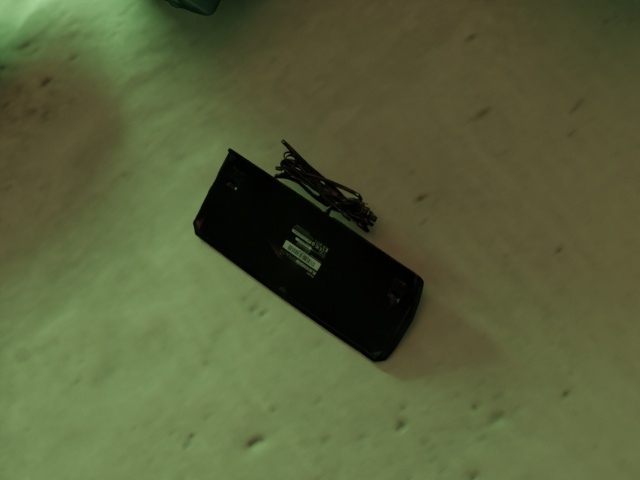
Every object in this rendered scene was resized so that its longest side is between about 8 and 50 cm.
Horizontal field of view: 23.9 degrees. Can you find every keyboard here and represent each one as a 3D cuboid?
[{"bbox_3d":[0.000,0.000,1.112,0.192,0.038,0.100,35,105,22],"label":"keyboard"}]

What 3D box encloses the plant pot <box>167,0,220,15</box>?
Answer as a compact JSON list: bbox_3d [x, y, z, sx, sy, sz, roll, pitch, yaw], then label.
[{"bbox_3d":[-0.109,-0.319,1.140,0.271,0.271,0.255,26,93,22],"label":"plant pot"}]
